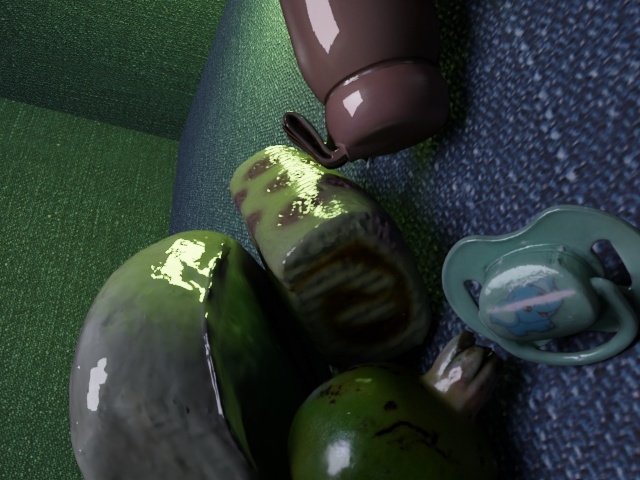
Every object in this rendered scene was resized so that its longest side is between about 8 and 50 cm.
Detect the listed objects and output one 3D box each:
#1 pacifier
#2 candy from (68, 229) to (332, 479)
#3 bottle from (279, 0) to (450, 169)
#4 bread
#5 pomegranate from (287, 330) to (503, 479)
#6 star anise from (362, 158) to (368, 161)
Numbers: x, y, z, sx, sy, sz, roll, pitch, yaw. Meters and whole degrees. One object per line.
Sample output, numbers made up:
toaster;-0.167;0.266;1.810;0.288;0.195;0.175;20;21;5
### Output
pacifier;0.170;0.024;0.436;0.150;0.127;0.116;-32;11;41
candy;-0.101;0.172;0.646;0.186;0.386;0.427;-25;25;14
bottle;0.033;-0.240;0.694;0.173;0.206;0.297;60;-166;-82
bread;0.000;0.000;0.735;0.187;0.155;0.338;64;175;-24
pomegranate;0.074;0.167;0.504;0.210;0.180;0.180;-55;24;3
star anise;0.028;-0.182;0.823;0.158;0.144;0.141;-140;55;-65
